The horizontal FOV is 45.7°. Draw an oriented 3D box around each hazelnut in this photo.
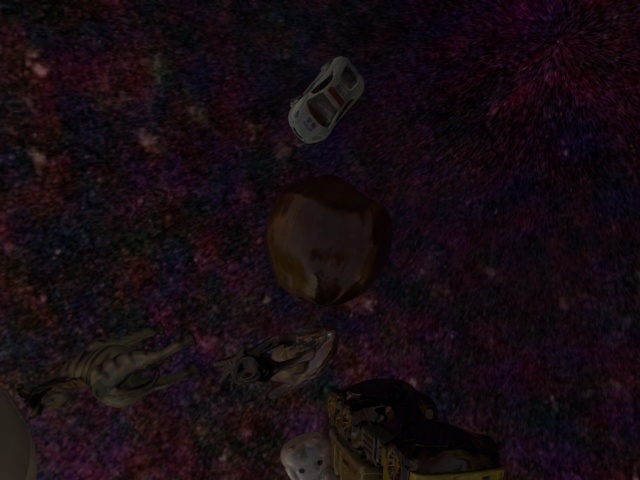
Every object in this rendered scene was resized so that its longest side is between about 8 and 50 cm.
[{"bbox_3d":[0.000,0.000,1.259,0.218,0.234,0.218,-6,104,-23],"label":"hazelnut"}]

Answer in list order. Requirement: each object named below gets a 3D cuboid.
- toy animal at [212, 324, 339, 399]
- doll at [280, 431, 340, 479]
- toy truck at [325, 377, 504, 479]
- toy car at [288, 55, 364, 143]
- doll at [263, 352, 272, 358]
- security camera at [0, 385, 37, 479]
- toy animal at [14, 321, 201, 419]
[{"bbox_3d":[-0.044,0.195,1.233,0.195,0.324,0.090,-20,71,7],"label":"toy animal"},{"bbox_3d":[-0.014,0.494,1.591,0.110,0.107,0.181,-18,80,-11],"label":"doll"},{"bbox_3d":[0.141,0.396,1.307,0.180,0.405,0.254,-1,96,-19],"label":"toy truck"},{"bbox_3d":[0.014,-0.267,1.444,0.056,0.205,0.095,-14,123,49],"label":"toy car"},{"bbox_3d":[-0.087,0.252,1.505,0.083,0.076,0.051,8,96,-9],"label":"doll"},{"bbox_3d":[-0.385,0.228,0.757,0.194,0.194,0.236,44,154,3],"label":"security camera"},{"bbox_3d":[-0.240,0.153,0.857,0.217,0.176,0.073,-5,107,60],"label":"toy animal"}]
